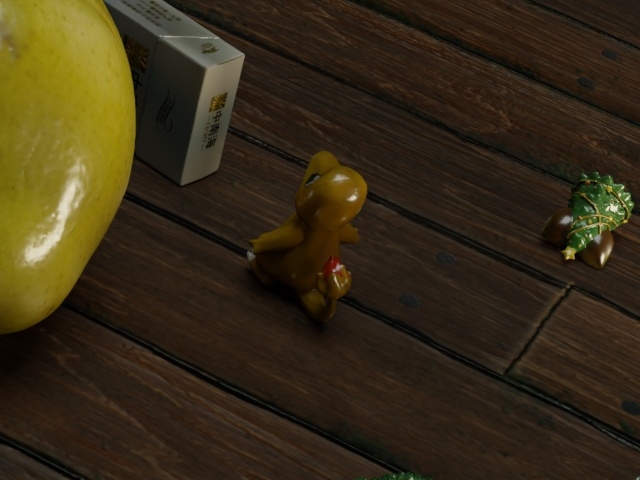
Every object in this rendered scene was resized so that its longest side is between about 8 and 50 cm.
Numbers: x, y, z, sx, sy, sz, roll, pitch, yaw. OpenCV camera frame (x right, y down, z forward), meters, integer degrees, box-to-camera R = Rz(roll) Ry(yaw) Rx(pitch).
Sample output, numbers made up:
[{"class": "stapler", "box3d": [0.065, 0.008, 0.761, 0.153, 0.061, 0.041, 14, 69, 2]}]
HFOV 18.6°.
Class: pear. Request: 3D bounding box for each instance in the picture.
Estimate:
[{"class": "pear", "box3d": [-0.344, -0.115, 1.779, 0.362, 0.362, 0.418, 4, 65, -17]}]

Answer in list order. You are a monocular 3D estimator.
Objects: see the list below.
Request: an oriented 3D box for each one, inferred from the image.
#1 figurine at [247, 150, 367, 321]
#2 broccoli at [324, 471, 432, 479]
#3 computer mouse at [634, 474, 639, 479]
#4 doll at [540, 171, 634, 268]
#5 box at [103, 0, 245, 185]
[{"class": "figurine", "box3d": [0.002, 0.002, 1.913, 0.121, 0.176, 0.122, -5, 51, -25]}, {"class": "broccoli", "box3d": [0.014, 0.289, 1.414, 0.270, 0.270, 0.270, -7, 15, -31]}, {"class": "computer mouse", "box3d": [0.350, 0.327, 1.636, 0.199, 0.115, 0.389, 1, 52, 12]}, {"class": "doll", "box3d": [0.299, -0.027, 2.155, 0.078, 0.076, 0.113, 31, 36, 7]}, {"class": "box", "box3d": [-0.200, -0.186, 2.111, 0.243, 0.155, 0.067, 34, 39, 27]}]
